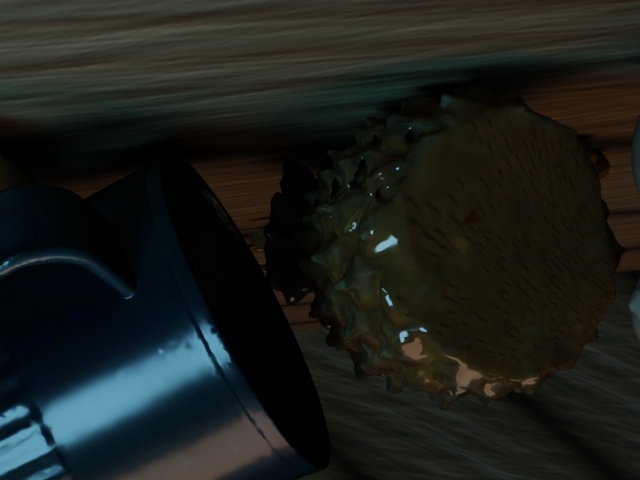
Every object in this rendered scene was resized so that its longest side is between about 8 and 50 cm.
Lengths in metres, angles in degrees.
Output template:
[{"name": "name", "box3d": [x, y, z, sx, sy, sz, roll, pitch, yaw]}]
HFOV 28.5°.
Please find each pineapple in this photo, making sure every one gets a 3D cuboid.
[{"name": "pineapple", "box3d": [0.056, 0.007, 0.960, 0.223, 0.223, 0.357, -6, -178, -22]}]

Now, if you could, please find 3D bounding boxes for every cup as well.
[{"name": "cup", "box3d": [-0.179, 0.110, 0.849, 0.292, 0.242, 0.308, -27, 177, 8]}]

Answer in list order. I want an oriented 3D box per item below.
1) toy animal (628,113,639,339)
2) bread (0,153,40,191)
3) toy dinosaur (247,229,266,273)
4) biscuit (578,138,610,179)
[{"name": "toy animal", "box3d": [0.293, -0.012, 0.843, 0.221, 0.229, 0.210, -46, -174, -10]}, {"name": "bread", "box3d": [-0.263, -0.026, 0.822, 0.139, 0.060, 0.178, -10, 172, 0]}, {"name": "toy dinosaur", "box3d": [-0.001, 0.001, 1.341, 0.212, 0.057, 0.142, -11, -177, 23]}, {"name": "biscuit", "box3d": [0.159, -0.050, 1.212, 0.239, 0.041, 0.212, -9, 174, -4]}]
